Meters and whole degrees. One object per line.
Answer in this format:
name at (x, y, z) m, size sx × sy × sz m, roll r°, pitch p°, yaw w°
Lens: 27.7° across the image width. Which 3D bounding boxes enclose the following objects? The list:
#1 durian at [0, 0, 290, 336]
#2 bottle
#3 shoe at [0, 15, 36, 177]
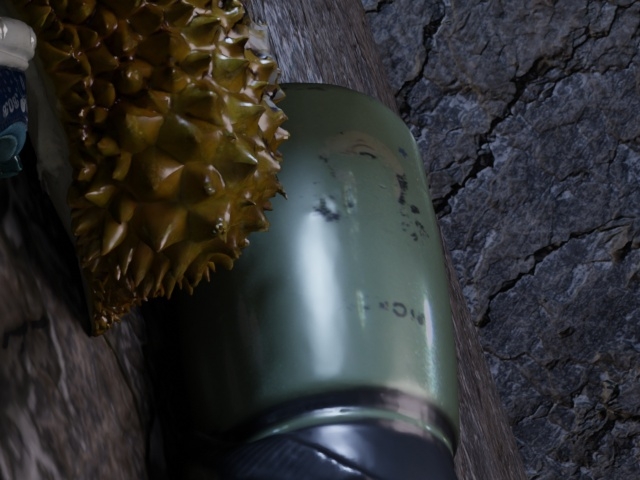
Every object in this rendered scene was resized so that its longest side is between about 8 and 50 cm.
durian at (-0.095, -0.098, 0.638) m, size 0.249 × 0.138 × 0.183 m, roll 65°, pitch 20°, yaw -14°
bottle at (-0.001, 0.076, 0.737) m, size 0.168 × 0.168 × 0.347 m, roll 62°, pitch 15°, yaw -47°
shoe at (-0.148, -0.044, 0.462) m, size 0.143 × 0.064 × 0.071 m, roll -50°, pitch 141°, yaw -72°
